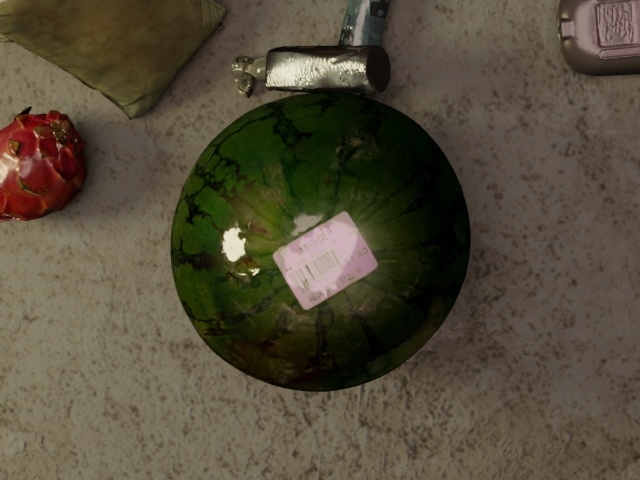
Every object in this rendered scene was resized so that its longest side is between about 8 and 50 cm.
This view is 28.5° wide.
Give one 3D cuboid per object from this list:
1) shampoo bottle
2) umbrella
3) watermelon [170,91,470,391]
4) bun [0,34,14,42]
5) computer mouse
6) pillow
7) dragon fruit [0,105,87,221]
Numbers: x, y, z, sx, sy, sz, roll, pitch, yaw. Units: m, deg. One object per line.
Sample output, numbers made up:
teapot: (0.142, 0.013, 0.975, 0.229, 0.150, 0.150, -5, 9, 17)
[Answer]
shampoo bottle: (-0.017, -0.200, 1.495, 0.208, 0.057, 0.063, 5, 95, 35)
umbrella: (0.048, -0.239, 1.522, 0.053, 0.052, 0.250, 11, 96, -4)
watermelon: (0.000, 0.000, 1.400, 0.364, 0.363, 0.363, 1, 95, 5)
bun: (-0.343, -0.354, 1.501, 0.244, 0.153, 0.243, 0, 99, 2)
computer mouse: (0.395, -0.257, 1.483, 0.232, 0.057, 0.120, -6, 95, 4)
pillow: (-0.255, -0.264, 1.460, 0.185, 0.302, 0.075, -48, 48, 11)
dragon fruit: (-0.354, -0.084, 1.542, 0.166, 0.133, 0.136, -44, 48, 7)
